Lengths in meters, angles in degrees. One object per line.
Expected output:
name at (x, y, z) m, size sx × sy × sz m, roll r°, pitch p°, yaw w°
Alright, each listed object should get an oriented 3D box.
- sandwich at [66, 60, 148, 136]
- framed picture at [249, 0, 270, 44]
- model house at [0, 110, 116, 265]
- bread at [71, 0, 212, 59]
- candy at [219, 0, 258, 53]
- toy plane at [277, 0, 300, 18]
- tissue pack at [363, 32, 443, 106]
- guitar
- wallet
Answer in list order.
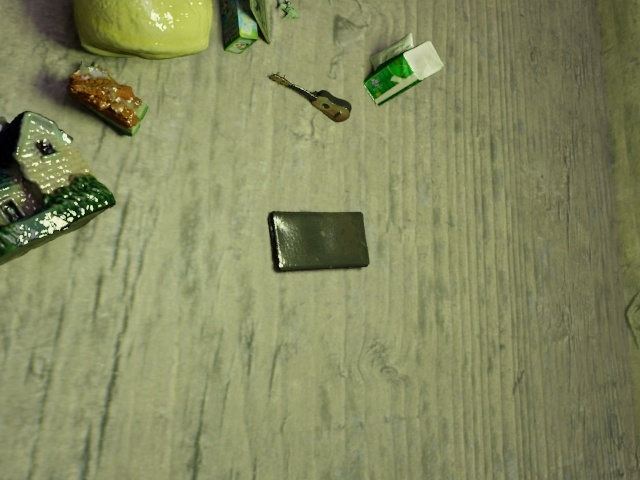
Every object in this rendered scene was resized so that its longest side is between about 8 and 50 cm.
sandwich at (-0.488, -0.336, 1.537) m, size 0.184 × 0.160 × 0.109 m, roll 35°, pitch 80°, yaw -17°
framed picture at (-0.174, -0.673, 1.839) m, size 0.010 × 0.231 × 0.173 m, roll -7°, pitch 83°, yaw 7°
model house at (-0.632, -0.106, 1.328) m, size 0.298 × 0.243 × 0.284 m, roll -37°, pitch 97°, yaw -48°
bread at (-0.418, -0.548, 1.547) m, size 0.320 × 0.320 × 0.237 m, roll -19°, pitch 117°, yaw -38°
candy at (-0.229, -0.632, 1.834) m, size 0.062 × 0.097 × 0.195 m, roll 0°, pitch 79°, yaw -38°
toy plane at (-0.092, -0.695, 1.990) m, size 0.083 × 0.033 × 0.080 m, roll 20°, pitch 53°, yaw -32°
tissue pack at (0.250, -0.552, 2.102) m, size 0.148 × 0.209 × 0.156 m, roll -39°, pitch 100°, yaw -36°
guitar at (-0.029, -0.435, 1.960) m, size 0.271 × 0.084 × 0.038 m, roll 25°, pitch 62°, yaw -23°
wallet at (0.000, 0.000, 1.892) m, size 0.321 × 0.044 × 0.171 m, roll -1°, pitch 79°, yaw -34°
